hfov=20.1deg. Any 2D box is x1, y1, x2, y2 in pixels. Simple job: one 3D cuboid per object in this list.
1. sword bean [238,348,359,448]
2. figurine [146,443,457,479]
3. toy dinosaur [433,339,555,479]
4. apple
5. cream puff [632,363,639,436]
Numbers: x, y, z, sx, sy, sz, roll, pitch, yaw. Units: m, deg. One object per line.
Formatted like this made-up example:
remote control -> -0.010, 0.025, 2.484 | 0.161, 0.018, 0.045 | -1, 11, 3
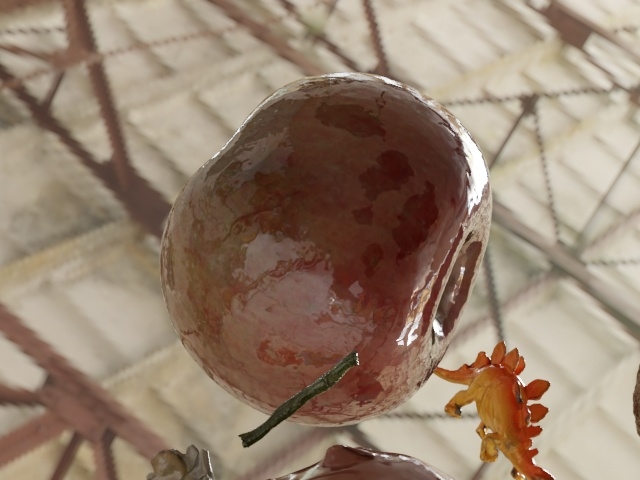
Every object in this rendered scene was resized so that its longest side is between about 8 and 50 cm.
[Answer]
sword bean -> -0.011, 0.087, 0.989 | 0.012, 0.083, 0.012 | 51, -173, -8
figurine -> 0.005, 0.194, 0.947 | 0.207, 0.166, 0.387 | 38, -166, 23
toy dinosaur -> 0.205, 0.178, 2.082 | 0.070, 0.117, 0.288 | 25, -161, -38
apple -> 0.000, 0.000, 1.607 | 0.269, 0.345, 0.345 | 21, -154, 14
cream puff -> 0.462, 0.146, 1.831 | 0.303, 0.212, 0.303 | 1, -175, 0
